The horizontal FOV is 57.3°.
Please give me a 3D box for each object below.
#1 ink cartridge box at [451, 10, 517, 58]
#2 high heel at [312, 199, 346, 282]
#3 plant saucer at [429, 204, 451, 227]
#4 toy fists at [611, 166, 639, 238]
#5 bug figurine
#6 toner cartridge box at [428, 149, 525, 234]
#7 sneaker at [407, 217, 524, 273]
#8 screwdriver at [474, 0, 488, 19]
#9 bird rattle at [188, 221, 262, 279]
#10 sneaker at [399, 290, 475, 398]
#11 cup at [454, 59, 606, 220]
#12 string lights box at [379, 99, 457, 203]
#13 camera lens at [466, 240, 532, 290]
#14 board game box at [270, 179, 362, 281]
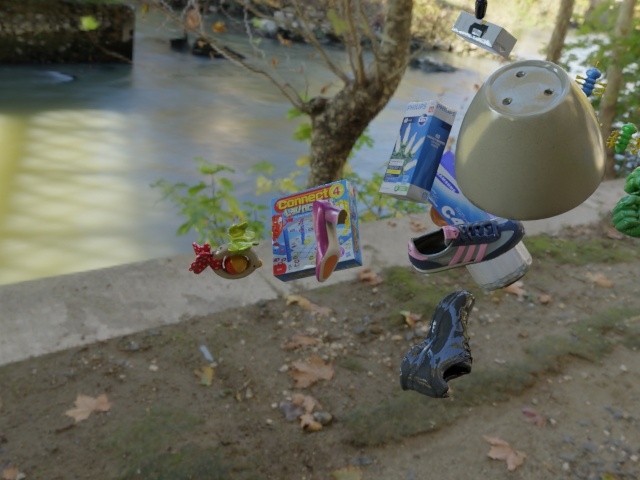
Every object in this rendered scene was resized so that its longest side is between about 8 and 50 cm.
[{"bbox_3d":[0.547,-0.684,1.949,0.128,0.072,0.175,5,28,-50],"label":"ink cartridge box"},{"bbox_3d":[0.000,0.000,1.781,0.117,0.243,0.082,23,21,38],"label":"high heel"},{"bbox_3d":[0.565,-0.148,2.542,0.200,0.199,0.037,3,32,-16],"label":"plant saucer"},{"bbox_3d":[1.064,-0.135,1.932,0.142,0.279,0.096,24,-14,20],"label":"toy fists"},{"bbox_3d":[0.846,-0.374,1.681,0.279,0.216,0.072,25,23,13],"label":"bug figurine"},{"bbox_3d":[0.461,-0.104,1.839,0.075,0.165,0.348,-40,86,-28],"label":"toner cartridge box"},{"bbox_3d":[0.390,-0.001,1.587,0.319,0.131,0.112,-21,55,12],"label":"sneaker"},{"bbox_3d":[0.301,-0.464,1.070,0.025,0.170,0.024,-20,72,0],"label":"screwdriver"},{"bbox_3d":[-0.313,0.067,2.008,0.254,0.207,0.143,-33,40,6],"label":"bird rattle"},{"bbox_3d":[0.294,0.238,1.320,0.130,0.109,0.286,17,58,35],"label":"sneaker"},{"bbox_3d":[0.444,-0.242,1.263,0.331,0.237,0.330,-10,55,14],"label":"cup"},{"bbox_3d":[0.260,-0.236,1.569,0.077,0.259,0.133,18,0,-28],"label":"string lights box"},{"bbox_3d":[0.623,0.030,2.150,0.274,0.219,0.219,56,33,-5],"label":"camera lens"},{"bbox_3d":[-0.020,-0.032,2.072,0.309,0.301,0.086,-13,-24,20],"label":"board game box"}]
